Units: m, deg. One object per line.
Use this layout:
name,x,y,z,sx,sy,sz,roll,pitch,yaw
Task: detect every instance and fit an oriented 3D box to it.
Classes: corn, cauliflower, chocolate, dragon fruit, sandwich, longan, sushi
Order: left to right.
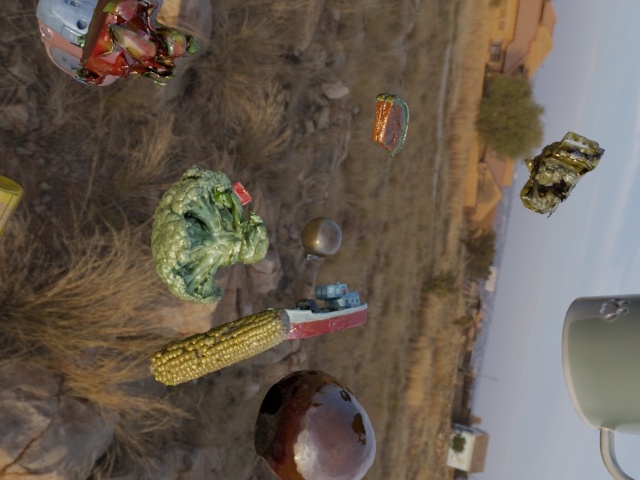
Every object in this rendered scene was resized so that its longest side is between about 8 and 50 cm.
dragon fruit,-0.251,-0.255,0.626,0.142,0.175,0.138,-94,-154,-67
cauliflower,-0.238,-0.014,1.062,0.275,0.250,0.272,105,-14,-56
corn,-0.211,0.219,0.991,0.097,0.320,0.097,-21,90,-80
longan,0.000,0.000,1.203,0.119,0.106,0.106,-63,160,2
chocolate,0.001,0.258,0.655,0.177,0.177,0.176,10,90,-70
sandwich,0.109,-0.175,0.737,0.069,0.026,0.101,-25,129,-39
sushi,0.574,-0.160,1.202,0.131,0.139,0.291,-58,167,-12

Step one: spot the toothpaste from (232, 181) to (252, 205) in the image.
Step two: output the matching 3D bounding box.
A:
toothpaste,-0.308,-0.102,1.520,0.071,0.193,0.045,54,11,-3

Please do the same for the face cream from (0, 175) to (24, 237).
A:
face cream,-0.637,0.011,0.876,0.273,0.078,0.078,-59,162,7

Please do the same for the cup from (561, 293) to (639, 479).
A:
cup,0.606,0.260,0.826,0.259,0.275,0.356,31,62,-31

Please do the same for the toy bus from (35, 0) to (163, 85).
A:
toy bus,-0.491,-0.472,1.074,0.232,0.197,0.294,-46,-151,44

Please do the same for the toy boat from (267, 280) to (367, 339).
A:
toy boat,-0.015,0.191,1.349,0.332,0.145,0.133,-4,86,-45
